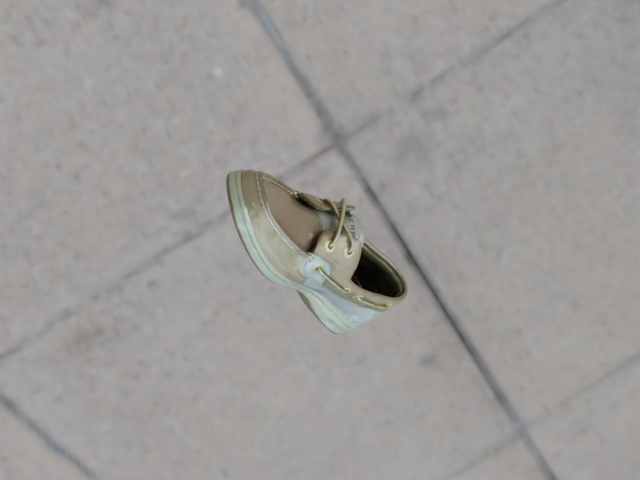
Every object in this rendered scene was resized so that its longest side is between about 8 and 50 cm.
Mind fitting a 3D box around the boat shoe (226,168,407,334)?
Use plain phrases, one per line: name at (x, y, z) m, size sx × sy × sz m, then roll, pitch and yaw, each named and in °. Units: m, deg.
boat shoe at (0.000, 0.000, 0.851) m, size 0.045 × 0.050 × 0.135 m, roll -20°, pitch 150°, yaw 18°
